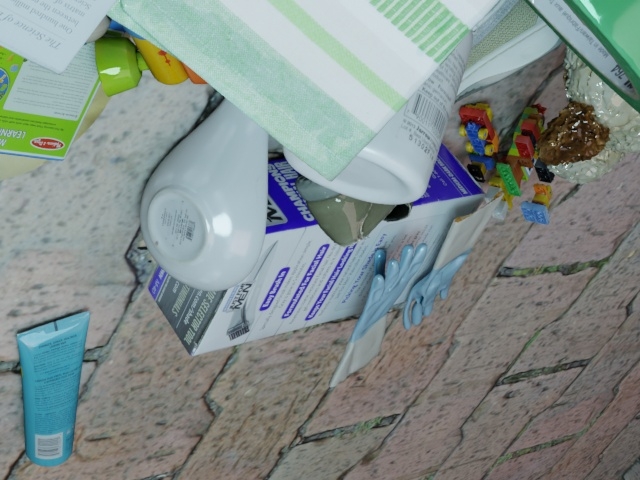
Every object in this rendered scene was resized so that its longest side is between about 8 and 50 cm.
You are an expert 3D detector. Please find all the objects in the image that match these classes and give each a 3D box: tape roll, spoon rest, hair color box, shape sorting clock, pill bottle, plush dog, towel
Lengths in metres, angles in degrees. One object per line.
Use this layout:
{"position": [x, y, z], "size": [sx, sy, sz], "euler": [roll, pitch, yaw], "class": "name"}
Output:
{"position": [0.215, -0.231, 1.062], "size": [0.077, 0.321, 0.321], "euler": [-43, 151, 10], "class": "tape roll"}
{"position": [-0.094, -0.077, 1.156], "size": [0.084, 0.137, 0.276], "euler": [-29, 142, -53], "class": "spoon rest"}
{"position": [0.000, 0.000, 1.375], "size": [0.338, 0.110, 0.185], "euler": [-12, 144, -41], "class": "hair color box"}
{"position": [-0.238, -0.131, 0.983], "size": [0.206, 0.040, 0.206], "euler": [-35, 146, -27], "class": "shape sorting clock"}
{"position": [0.062, -0.159, 1.104], "size": [0.131, 0.131, 0.229], "euler": [49, 57, -61], "class": "pill bottle"}
{"position": [0.326, -0.172, 1.305], "size": [0.225, 0.210, 0.262], "euler": [0, 107, -54], "class": "plush dog"}
{"position": [0.038, -0.216, 0.845], "size": [0.325, 0.038, 0.248], "euler": [-46, 126, 11], "class": "towel"}

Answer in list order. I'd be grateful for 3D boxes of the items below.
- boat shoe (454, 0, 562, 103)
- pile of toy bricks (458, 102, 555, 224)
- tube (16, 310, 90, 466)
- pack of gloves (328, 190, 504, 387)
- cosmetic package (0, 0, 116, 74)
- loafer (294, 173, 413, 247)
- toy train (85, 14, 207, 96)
{"position": [0.095, -0.178, 1.244], "size": [0.320, 0.118, 0.103], "euler": [-28, 106, -12], "class": "boat shoe"}
{"position": [0.245, -0.114, 1.511], "size": [0.105, 0.118, 0.212], "euler": [-64, 148, -21], "class": "pile of toy bricks"}
{"position": [-0.288, 0.160, 1.344], "size": [0.080, 0.052, 0.207], "euler": [-23, 143, -34], "class": "tube"}
{"position": [0.093, 0.045, 1.414], "size": [0.195, 0.046, 0.232], "euler": [-32, 158, -34], "class": "pack of gloves"}
{"position": [-0.189, -0.254, 0.719], "size": [0.224, 0.138, 0.225], "euler": [26, 112, -43], "class": "cosmetic package"}
{"position": [0.053, -0.061, 1.271], "size": [0.094, 0.087, 0.251], "euler": [-8, -164, 31], "class": "loafer"}
{"position": [-0.111, -0.145, 0.990], "size": [0.143, 0.105, 0.248], "euler": [-13, 155, 5], "class": "toy train"}
